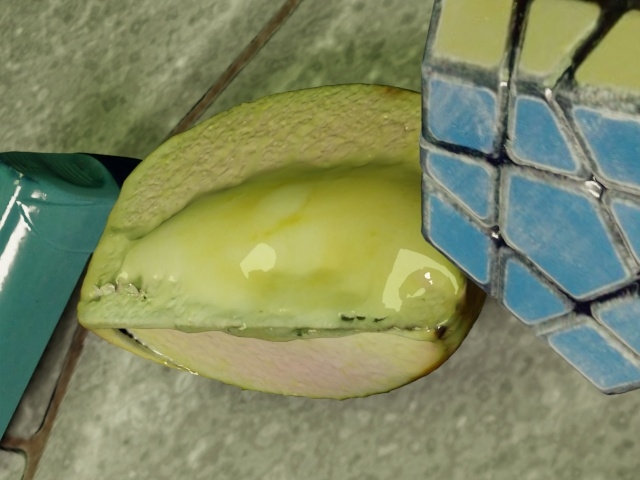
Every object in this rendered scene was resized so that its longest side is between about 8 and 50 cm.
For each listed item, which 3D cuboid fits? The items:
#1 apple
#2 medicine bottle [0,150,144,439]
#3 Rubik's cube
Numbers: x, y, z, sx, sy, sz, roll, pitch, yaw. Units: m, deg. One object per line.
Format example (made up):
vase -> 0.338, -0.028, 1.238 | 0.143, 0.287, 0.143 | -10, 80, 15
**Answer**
apple -> 0.000, 0.000, 1.039 | 0.265, 0.120, 0.193 | -1, 52, 32
medicine bottle -> -0.203, 0.050, 1.170 | 0.079, 0.124, 0.258 | 36, 100, 43
Rubik's cube -> 0.191, -0.079, 0.842 | 0.319, 0.319, 0.264 | 19, 50, 41
